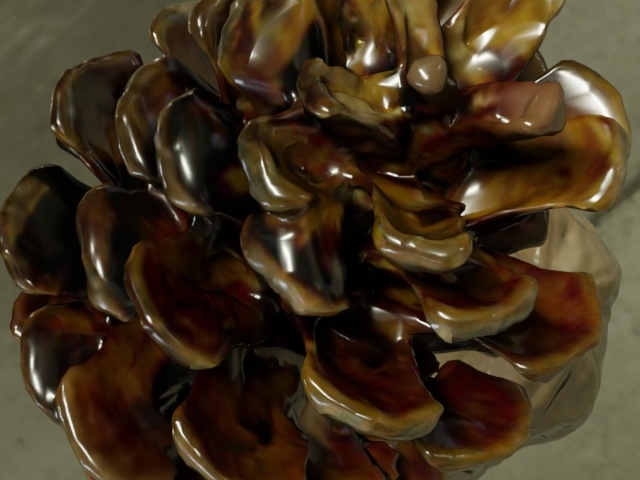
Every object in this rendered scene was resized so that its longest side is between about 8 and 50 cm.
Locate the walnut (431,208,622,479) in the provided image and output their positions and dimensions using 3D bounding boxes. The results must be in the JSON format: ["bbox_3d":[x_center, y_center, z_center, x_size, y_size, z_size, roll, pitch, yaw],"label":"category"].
[{"bbox_3d":[0.093,0.067,1.244,0.273,0.227,0.273,-46,33,42],"label":"walnut"}]

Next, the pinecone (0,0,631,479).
[{"bbox_3d":[0.000,0.000,0.657,0.309,0.244,0.244,-34,32,47],"label":"pinecone"}]
